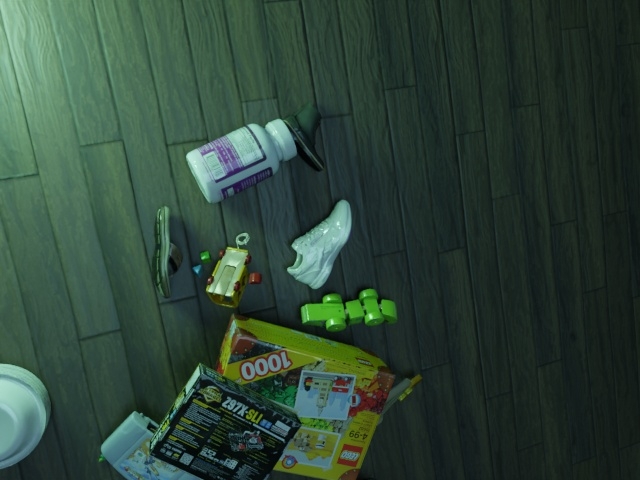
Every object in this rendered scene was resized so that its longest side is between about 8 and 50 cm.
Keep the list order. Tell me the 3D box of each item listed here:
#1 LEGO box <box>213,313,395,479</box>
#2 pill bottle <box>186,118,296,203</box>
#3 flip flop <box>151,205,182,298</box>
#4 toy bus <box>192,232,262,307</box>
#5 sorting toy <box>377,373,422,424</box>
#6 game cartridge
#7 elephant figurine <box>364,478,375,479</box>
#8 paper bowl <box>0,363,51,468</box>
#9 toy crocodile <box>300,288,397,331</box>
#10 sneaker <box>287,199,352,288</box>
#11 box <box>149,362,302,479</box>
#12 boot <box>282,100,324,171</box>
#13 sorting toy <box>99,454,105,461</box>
[{"bbox_3d":[-0.085,0.479,1.661,0.500,0.193,0.373,18,95,-18],"label":"LEGO box"},{"bbox_3d":[-0.230,-0.245,1.646,0.301,0.169,0.169,-28,104,-12],"label":"pill bottle"},{"bbox_3d":[-0.454,0.037,1.653,0.080,0.112,0.277,1,91,-32],"label":"flip flop"},{"bbox_3d":[-0.271,0.109,1.707,0.202,0.191,0.104,-27,147,-12],"label":"toy bus"},{"bbox_3d":[0.220,0.557,1.879,0.307,0.041,0.229,-16,142,-48],"label":"sorting toy"},{"bbox_3d":[-0.505,0.667,1.674,0.297,0.062,0.198,41,103,-11],"label":"game cartridge"},{"bbox_3d":[0.158,0.910,1.920,0.186,0.169,0.239,-26,88,-42],"label":"elephant figurine"},{"bbox_3d":[-0.916,0.500,1.536,0.284,0.148,0.284,-2,96,-16],"label":"paper bowl"},{"bbox_3d":[0.101,0.243,1.846,0.340,0.105,0.115,-4,56,-16],"label":"toy crocodile"},{"bbox_3d":[0.000,0.000,1.773,0.152,0.114,0.305,25,89,-19],"label":"sneaker"},{"bbox_3d":[-0.253,0.519,1.483,0.322,0.079,0.257,32,89,-17],"label":"box"},{"bbox_3d":[-0.021,-0.331,1.753,0.137,0.077,0.198,-43,108,-13],"label":"boot"},{"bbox_3d":[-0.648,0.650,1.705,0.083,0.012,0.062,-20,103,-15],"label":"sorting toy"}]
